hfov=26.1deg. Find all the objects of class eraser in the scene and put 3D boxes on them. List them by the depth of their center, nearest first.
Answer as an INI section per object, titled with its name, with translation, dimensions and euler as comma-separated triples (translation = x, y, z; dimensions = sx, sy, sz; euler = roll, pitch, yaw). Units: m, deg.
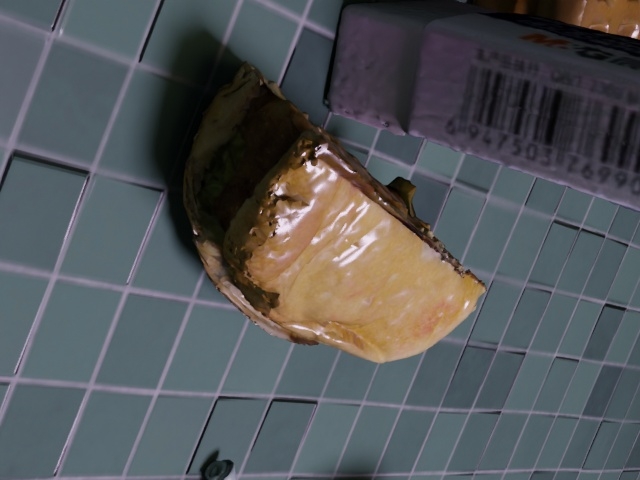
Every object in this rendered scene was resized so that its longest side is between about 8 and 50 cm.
[eraser]
translation = 0.151, -0.084, 0.845
dimensions = 0.130, 0.287, 0.086
euler = -10, 116, -50

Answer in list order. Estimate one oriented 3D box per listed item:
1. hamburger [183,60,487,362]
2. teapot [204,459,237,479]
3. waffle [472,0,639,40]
[hamburger]
translation = 0.000, 0.000, 0.861
dimensions = 0.131, 0.124, 0.262
euler = -45, 142, 5
[teapot]
translation = -0.073, 0.265, 0.901
dimensions = 0.159, 0.159, 0.232
euler = 77, 20, -44
[waffle]
translation = 0.223, -0.261, 1.000
dimensions = 0.224, 0.098, 0.327
euler = -10, 120, -53
